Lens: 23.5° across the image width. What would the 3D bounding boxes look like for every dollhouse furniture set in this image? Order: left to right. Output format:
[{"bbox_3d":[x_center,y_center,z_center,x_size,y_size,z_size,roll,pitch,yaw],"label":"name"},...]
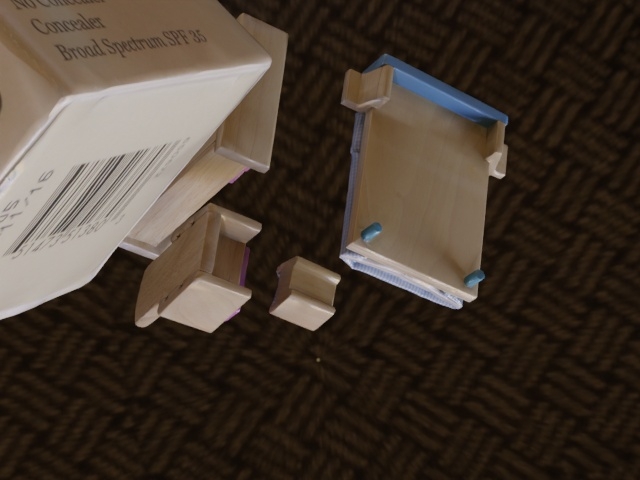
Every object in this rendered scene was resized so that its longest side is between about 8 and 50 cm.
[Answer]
[{"bbox_3d":[0.000,0.000,1.341,0.303,0.198,0.286,22,56,-23],"label":"dollhouse furniture set"}]

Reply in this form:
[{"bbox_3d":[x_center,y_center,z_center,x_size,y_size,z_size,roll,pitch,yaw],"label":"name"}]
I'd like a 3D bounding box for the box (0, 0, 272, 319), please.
[{"bbox_3d":[-0.182,-0.120,0.512,0.311,0.148,0.121,46,113,7],"label":"box"}]
